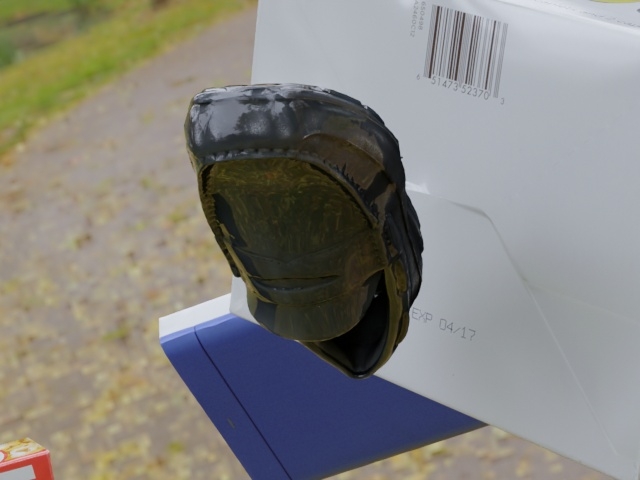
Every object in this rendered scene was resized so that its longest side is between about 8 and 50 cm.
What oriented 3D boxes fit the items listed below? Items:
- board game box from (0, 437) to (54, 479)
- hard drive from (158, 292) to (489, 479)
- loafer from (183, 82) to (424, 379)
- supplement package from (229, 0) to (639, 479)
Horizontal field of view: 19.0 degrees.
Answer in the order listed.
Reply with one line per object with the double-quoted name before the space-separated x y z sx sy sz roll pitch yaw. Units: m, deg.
"board game box" -0.218 0.194 0.951 0.193 0.147 0.045 -14 10 -23
"hard drive" 0.061 0.087 1.516 0.318 0.210 0.040 -20 41 12
"loafer" 0.000 0.000 0.755 0.076 0.078 0.223 -1 -18 14
"supplement package" 0.103 -0.031 0.945 0.262 0.204 0.145 21 22 38
